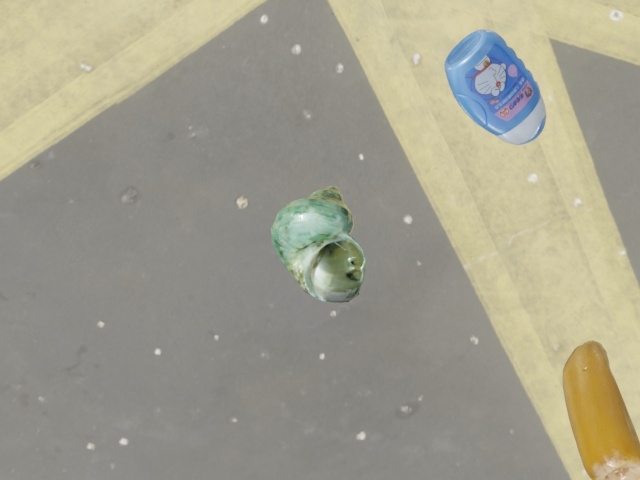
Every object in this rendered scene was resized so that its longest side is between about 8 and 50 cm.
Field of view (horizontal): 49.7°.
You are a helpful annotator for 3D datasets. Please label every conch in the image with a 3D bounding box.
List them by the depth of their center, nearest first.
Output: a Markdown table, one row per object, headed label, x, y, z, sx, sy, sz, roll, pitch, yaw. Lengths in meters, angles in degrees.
| label | x | y | z | sx | sy | sz | roll | pitch | yaw |
| --- | --- | --- | --- | --- | --- | --- | --- | --- | --- |
| conch | 0.000 | 0.002 | 1.209 | 0.176 | 0.122 | 0.188 | 12 | 105 | 6 |

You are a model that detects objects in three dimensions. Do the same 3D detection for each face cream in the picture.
| label | x | y | z | sx | sy | sz | roll | pitch | yaw |
| --- | --- | --- | --- | --- | --- | --- | --- | --- | --- |
| face cream | 0.363 | -0.296 | 1.401 | 0.149 | 0.083 | 0.264 | -45 | 119 | 10 |

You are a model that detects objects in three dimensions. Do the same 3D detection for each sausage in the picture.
| label | x | y | z | sx | sy | sz | roll | pitch | yaw |
| --- | --- | --- | --- | --- | --- | --- | --- | --- | --- |
| sausage | 0.601 | 0.361 | 1.516 | 0.116 | 0.354 | 0.134 | 9 | 130 | -6 |
